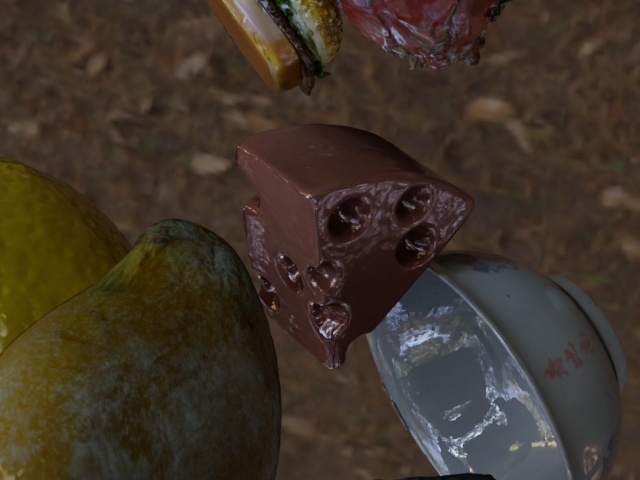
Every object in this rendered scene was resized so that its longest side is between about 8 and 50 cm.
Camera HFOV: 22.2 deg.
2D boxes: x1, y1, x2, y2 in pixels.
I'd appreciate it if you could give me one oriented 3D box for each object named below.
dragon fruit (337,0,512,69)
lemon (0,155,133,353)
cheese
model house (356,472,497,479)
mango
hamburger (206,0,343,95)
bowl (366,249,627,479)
[{"bbox_3d":[0.129,-0.339,1.991,0.244,0.244,0.299,-9,128,34],"label":"dragon fruit"},{"bbox_3d":[-0.289,0.092,1.400,0.336,0.336,0.336,10,150,6],"label":"lemon"},{"bbox_3d":[0.000,-0.023,1.430,0.128,0.203,0.177,41,179,42],"label":"cheese"},{"bbox_3d":[0.066,0.350,1.244,0.184,0.291,0.253,-10,105,31],"label":"model house"},{"bbox_3d":[-0.117,0.119,0.988,0.193,0.316,0.146,41,136,-21],"label":"mango"},{"bbox_3d":[-0.039,-0.203,1.343,0.166,0.087,0.137,56,175,7],"label":"hamburger"},{"bbox_3d":[0.196,0.129,1.601,0.345,0.157,0.345,50,158,28],"label":"bowl"}]
